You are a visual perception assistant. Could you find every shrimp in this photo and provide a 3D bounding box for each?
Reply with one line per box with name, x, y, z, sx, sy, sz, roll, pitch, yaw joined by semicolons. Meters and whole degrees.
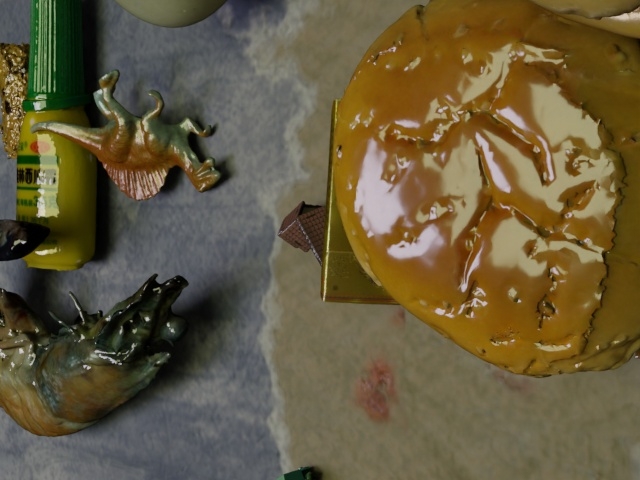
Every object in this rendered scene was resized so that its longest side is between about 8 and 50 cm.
shrimp;-0.285;0.075;0.925;0.445;0.085;0.272;-22;101;45

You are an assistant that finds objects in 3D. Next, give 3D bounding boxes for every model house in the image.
model house;0.000;0.000;0.727;0.057;0.058;0.083;-44;64;34

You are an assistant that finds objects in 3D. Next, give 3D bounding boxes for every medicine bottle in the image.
medicine bottle;-0.293;-0.122;0.973;0.111;0.076;0.309;5;95;33

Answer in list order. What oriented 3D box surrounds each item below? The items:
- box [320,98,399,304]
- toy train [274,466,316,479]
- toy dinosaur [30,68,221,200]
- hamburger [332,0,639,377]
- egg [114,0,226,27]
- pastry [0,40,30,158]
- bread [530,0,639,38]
box;0.047;-0.028;0.671;0.022;0.089;0.156;-138;53;-81
toy train;-0.039;0.233;0.785;0.092;0.045;0.029;-43;63;32
toy dinosaur;-0.194;-0.095;0.892;0.212;0.057;0.142;-19;98;39
hamburger;0.135;-0.035;0.535;0.244;0.163;0.244;0;90;39
egg;-0.140;-0.311;0.749;0.188;0.188;0.254;-10;91;42
pastry;-0.351;-0.165;1.037;0.080;0.056;0.140;11;106;48
bread;0.205;-0.225;0.428;0.311;0.121;0.173;-45;59;-3
